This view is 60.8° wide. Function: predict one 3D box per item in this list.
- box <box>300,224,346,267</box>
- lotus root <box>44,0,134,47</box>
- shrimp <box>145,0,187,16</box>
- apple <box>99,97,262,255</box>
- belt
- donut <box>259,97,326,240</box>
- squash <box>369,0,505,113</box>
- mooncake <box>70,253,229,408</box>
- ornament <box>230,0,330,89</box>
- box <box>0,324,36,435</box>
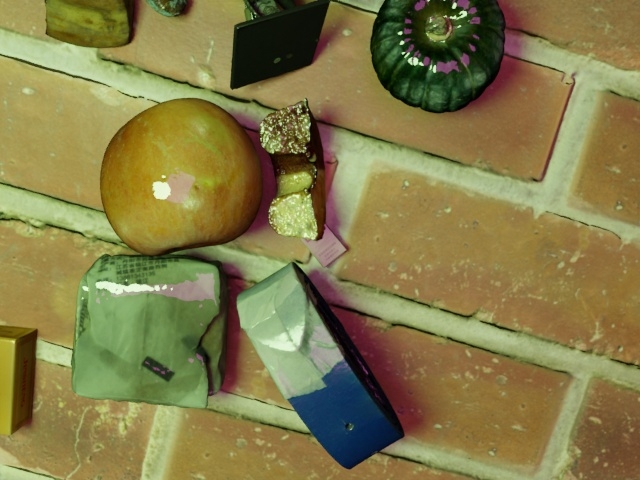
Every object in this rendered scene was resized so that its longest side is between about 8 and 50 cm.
[{"bbox_3d":[0.000,0.000,0.956,0.053,0.024,0.083,-38,94,3],"label":"box"},{"bbox_3d":[-0.370,-0.391,0.875,0.135,0.095,0.159,14,102,-6],"label":"lotus root"},{"bbox_3d":[-0.277,-0.472,0.877,0.090,0.079,0.232,-18,92,39],"label":"shrimp"},{"bbox_3d":[-0.216,-0.096,0.841,0.254,0.253,0.253,0,96,-1],"label":"apple"},{"bbox_3d":[0.002,0.206,0.886,0.117,0.212,0.346,-32,100,4],"label":"belt"},{"bbox_3d":[-0.041,-0.103,0.891,0.085,0.141,0.216,-5,88,9],"label":"donut"},{"bbox_3d":[0.182,-0.307,0.849,0.219,0.172,0.217,2,83,-15],"label":"squash"},{"bbox_3d":[-0.280,0.141,0.912,0.255,0.136,0.249,7,98,-6],"label":"mooncake"},{"bbox_3d":[-0.108,-0.374,0.865,0.153,0.166,0.195,-23,77,-19],"label":"ornament"},{"bbox_3d":[-0.651,0.229,0.947,0.275,0.076,0.174,6,95,-2],"label":"box"}]
